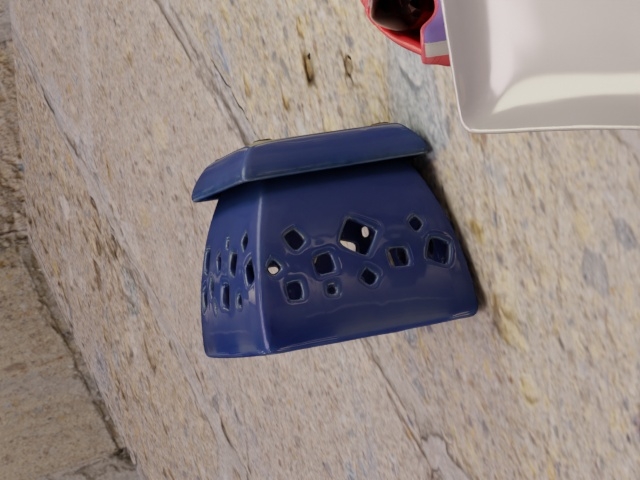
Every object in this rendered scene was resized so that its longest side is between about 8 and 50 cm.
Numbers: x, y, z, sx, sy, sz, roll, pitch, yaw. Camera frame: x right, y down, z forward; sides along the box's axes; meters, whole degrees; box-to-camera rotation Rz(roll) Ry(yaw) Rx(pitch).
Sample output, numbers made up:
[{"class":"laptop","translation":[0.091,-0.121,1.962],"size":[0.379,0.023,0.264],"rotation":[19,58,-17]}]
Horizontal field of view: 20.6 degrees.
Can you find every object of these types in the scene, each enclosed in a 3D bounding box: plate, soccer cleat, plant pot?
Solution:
[{"class":"plate","translation":[0.190,-0.217,1.291],"size":[0.277,0.045,0.278],"rotation":[4,108,51]},{"class":"soccer cleat","translation":[0.074,-0.237,1.571],"size":[0.318,0.116,0.109],"rotation":[-134,33,-52]},{"class":"plant pot","translation":[0.000,0.000,1.818],"size":[0.236,0.236,0.212],"rotation":[162,98,-71]}]
